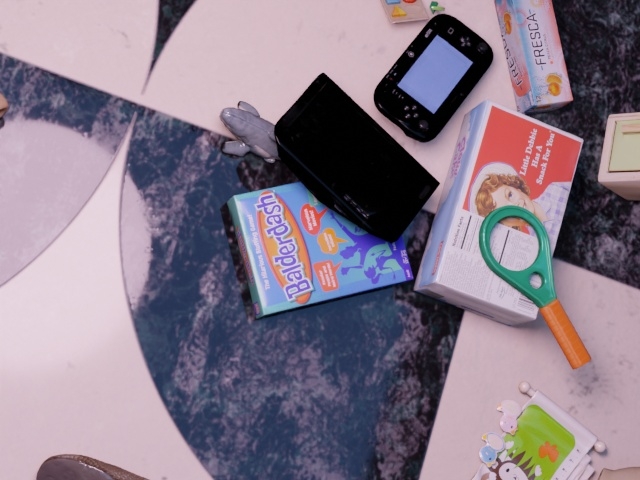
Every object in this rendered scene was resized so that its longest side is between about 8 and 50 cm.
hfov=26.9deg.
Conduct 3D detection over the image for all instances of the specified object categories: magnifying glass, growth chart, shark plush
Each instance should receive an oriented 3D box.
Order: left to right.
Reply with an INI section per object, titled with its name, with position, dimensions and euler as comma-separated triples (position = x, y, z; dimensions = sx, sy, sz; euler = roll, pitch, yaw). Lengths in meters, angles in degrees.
[shark plush]
position = -0.061, -0.123, 1.732
dimensions = 0.161, 0.067, 0.073
euler = 35, 73, -8
[growth chart]
position = 0.279, 0.323, 1.783
dimensions = 0.172, 0.021, 0.237
euler = 30, 74, -8
[magnifying glass]
position = 0.282, 0.060, 1.734
dimensions = 0.092, 0.026, 0.231
euler = -30, 89, -19

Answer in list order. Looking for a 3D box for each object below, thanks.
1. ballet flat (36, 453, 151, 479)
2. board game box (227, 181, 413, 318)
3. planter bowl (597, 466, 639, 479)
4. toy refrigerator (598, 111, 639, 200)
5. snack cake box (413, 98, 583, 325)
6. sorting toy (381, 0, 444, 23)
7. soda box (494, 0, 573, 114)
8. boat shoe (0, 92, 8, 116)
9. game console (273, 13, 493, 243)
[ballet flat]
position = -0.222, 0.316, 1.625
dimensions = 0.250, 0.058, 0.084
euler = 20, 112, -7
[board game box]
position = 0.000, 0.000, 1.741
dimensions = 0.210, 0.047, 0.160
euler = -14, 85, -17
[planter bowl]
position = 0.401, 0.363, 1.752
dimensions = 0.109, 0.162, 0.162
euler = 23, 74, 13
[toy refrigerator]
position = 0.512, -0.117, 1.787
dimensions = 0.094, 0.269, 0.102
euler = 23, 74, -43
[snack cake box]
position = 0.239, -0.035, 1.794
dimensions = 0.152, 0.089, 0.264
euler = 21, 76, -11
[sorting toy]
position = 0.127, -0.323, 1.834
dimensions = 0.083, 0.012, 0.062
euler = -10, 54, -17
[soda box]
position = 0.295, -0.270, 1.865
dimensions = 0.063, 0.058, 0.183
euler = -9, 83, -17
[boat shoe]
position = -0.514, -0.083, 1.567
dimensions = 0.110, 0.121, 0.341
euler = 44, 71, -5
[game console]
position = 0.099, -0.176, 1.766
dimensions = 0.213, 0.044, 0.361
euler = 42, 60, -8
